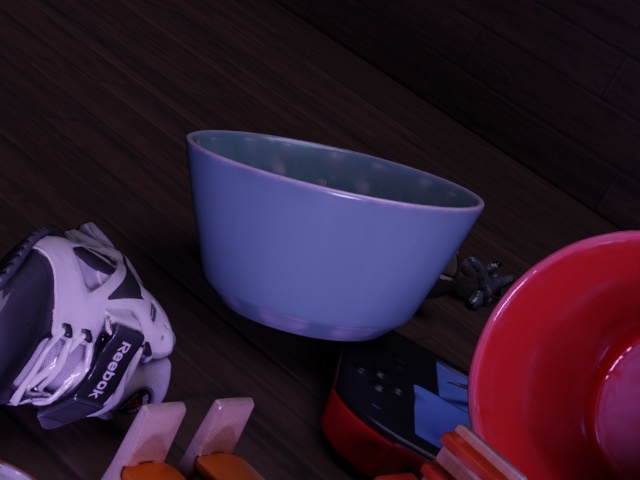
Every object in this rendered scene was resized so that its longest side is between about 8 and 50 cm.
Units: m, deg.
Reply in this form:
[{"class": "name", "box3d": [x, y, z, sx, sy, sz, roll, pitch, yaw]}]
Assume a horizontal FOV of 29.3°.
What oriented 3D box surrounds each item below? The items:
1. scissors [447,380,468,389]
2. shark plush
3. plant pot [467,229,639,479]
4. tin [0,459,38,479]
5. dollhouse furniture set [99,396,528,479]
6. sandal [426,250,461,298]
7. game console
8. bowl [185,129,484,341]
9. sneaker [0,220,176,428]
[{"class": "scissors", "box3d": [0.225, 0.177, 1.328, 0.297, 0.021, 0.109, 23, 14, -30]}, {"class": "shark plush", "box3d": [0.241, 0.059, 1.754, 0.161, 0.067, 0.073, 14, 22, -43]}, {"class": "plant pot", "box3d": [0.301, 0.145, 1.092, 0.275, 0.275, 0.243, 39, 7, 30]}, {"class": "tin", "box3d": [-0.236, 0.150, 0.710, 0.189, 0.040, 0.106, 26, 21, -14]}, {"class": "dollhouse furniture set", "box3d": [0.020, 0.200, 0.816, 0.262, 0.135, 0.259, 40, 19, 31]}, {"class": "sandal", "box3d": [0.039, -0.012, 1.590, 0.302, 0.120, 0.086, 33, -12, 5]}, {"class": "game console", "box3d": [0.184, 0.210, 1.213, 0.386, 0.060, 0.342, 30, 16, -2]}, {"class": "bowl", "box3d": [0.000, 0.000, 1.265, 0.311, 0.163, 0.311, 12, 11, -2]}, {"class": "sneaker", "box3d": [-0.172, 0.072, 0.884, 0.146, 0.122, 0.330, 43, 11, 0]}]
